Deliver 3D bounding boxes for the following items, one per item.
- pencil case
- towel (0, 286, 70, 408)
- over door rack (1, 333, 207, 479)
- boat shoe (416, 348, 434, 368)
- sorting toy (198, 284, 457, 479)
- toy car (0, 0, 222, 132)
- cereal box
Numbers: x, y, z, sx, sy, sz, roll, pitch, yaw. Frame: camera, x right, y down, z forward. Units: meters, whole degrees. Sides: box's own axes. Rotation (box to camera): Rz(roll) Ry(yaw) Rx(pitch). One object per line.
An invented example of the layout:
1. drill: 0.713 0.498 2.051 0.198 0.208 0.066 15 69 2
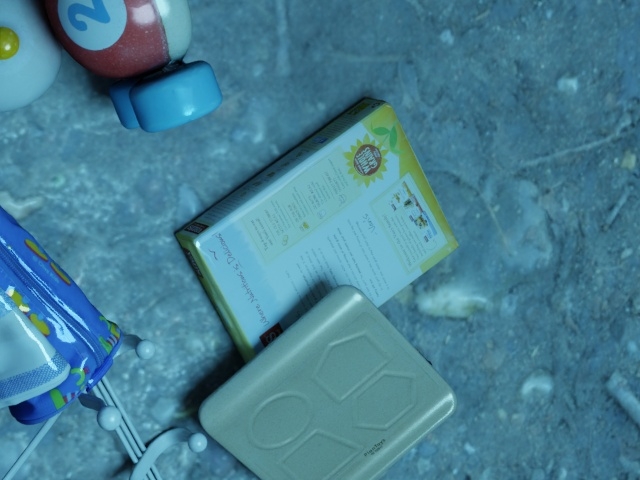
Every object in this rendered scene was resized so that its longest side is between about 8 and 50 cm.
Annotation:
1. pencil case: -0.291 0.020 1.630 0.119 0.133 0.306 -53 122 -26
2. towel: -0.358 0.048 1.569 0.285 0.209 0.034 50 36 -27
3. over door rack: -0.190 0.268 1.694 0.324 0.108 0.239 -48 121 -42
4. boat shoe: 0.049 0.133 1.905 0.133 0.042 0.049 -6 128 -28
5. sorting toy: 0.008 0.154 1.847 0.193 0.038 0.208 -41 130 2
6. toy car: -0.235 -0.171 1.596 0.238 0.210 0.219 -23 101 -11
7. cereal box: 0.000 0.000 1.843 0.240 0.047 0.173 -35 116 -19
